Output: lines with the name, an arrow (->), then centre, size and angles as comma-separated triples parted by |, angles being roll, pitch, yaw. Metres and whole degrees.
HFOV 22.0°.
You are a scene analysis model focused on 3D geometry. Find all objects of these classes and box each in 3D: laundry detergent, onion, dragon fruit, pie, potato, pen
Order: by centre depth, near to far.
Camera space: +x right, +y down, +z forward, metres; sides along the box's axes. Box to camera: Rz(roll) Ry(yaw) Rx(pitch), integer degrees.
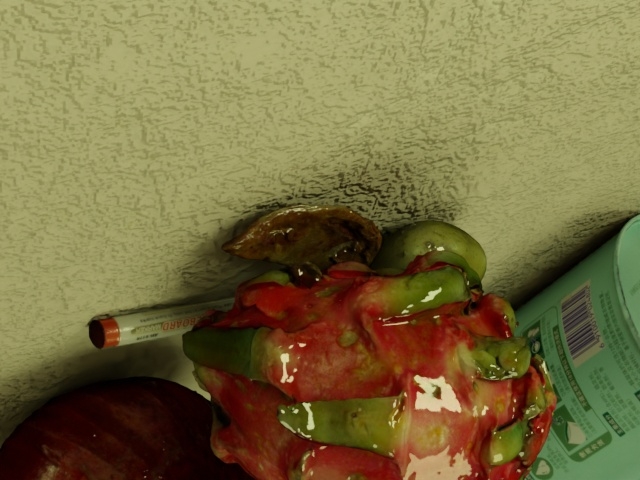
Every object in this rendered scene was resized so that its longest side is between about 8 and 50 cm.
dragon fruit -> 0.038, 0.123, 1.330 | 0.303, 0.237, 0.231 | 8, 137, 23
pie -> 0.001, -0.001, 1.355 | 0.088, 0.033, 0.191 | -27, 157, 22
pen -> -0.088, 0.063, 1.424 | 0.239, 0.028, 0.028 | -9, 154, -33
onion -> -0.171, 0.257, 1.469 | 0.276, 0.276, 0.276 | -21, 159, -8
potato -> 0.084, 0.041, 1.478 | 0.105, 0.085, 0.188 | 4, 154, -22
laundry detergent -> 0.311, 0.167, 1.736 | 0.287, 0.287, 0.305 | -2, 150, -44
